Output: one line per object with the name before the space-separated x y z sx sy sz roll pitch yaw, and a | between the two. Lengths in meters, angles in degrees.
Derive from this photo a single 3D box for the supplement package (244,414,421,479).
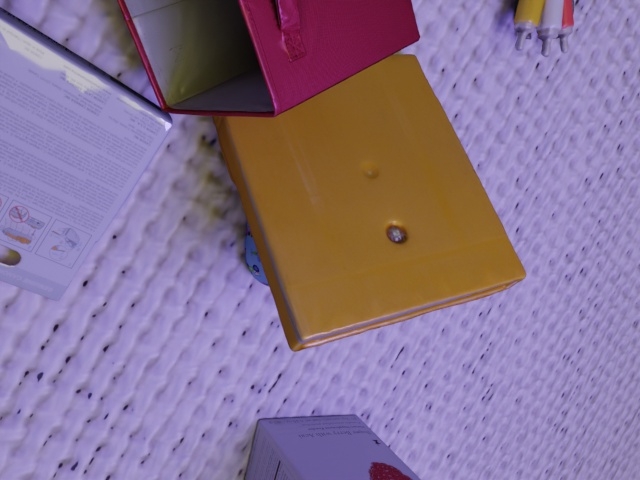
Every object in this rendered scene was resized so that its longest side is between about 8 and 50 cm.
supplement package | 0.034 0.379 0.730 0.177 0.293 0.175 8 101 -31

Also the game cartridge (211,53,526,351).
game cartridge | 0.046 -0.066 0.635 0.285 0.053 0.324 -11 67 -25

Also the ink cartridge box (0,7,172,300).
ink cartridge box | -0.290 -0.077 0.564 0.189 0.066 0.232 30 103 -32

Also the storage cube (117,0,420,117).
storage cube | -0.055 -0.234 0.507 0.193 0.215 0.184 -36 123 -31

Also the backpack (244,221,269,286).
backpack | 0.000 0.000 0.701 0.173 0.117 0.158 2 103 -26

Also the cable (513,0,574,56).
cable | 0.323 -0.403 0.780 0.139 0.072 0.287 -9 109 -32
